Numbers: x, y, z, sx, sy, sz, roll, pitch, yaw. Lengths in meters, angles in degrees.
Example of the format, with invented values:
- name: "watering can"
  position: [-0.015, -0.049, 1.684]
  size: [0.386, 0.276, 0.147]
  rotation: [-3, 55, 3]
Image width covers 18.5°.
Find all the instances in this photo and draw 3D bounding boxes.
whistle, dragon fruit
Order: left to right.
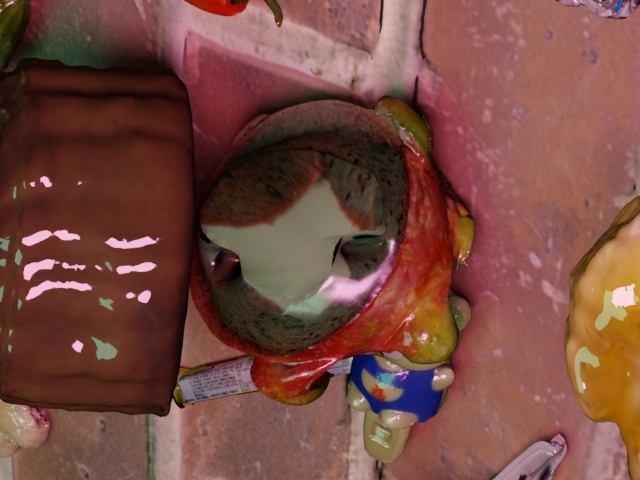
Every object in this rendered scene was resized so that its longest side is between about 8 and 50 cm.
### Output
- name: "dragon fruit"
  position: [0.000, 0.000, 1.674]
  size: [0.295, 0.130, 0.268]
  rotation: [35, 91, 36]
- name: "whistle"
  position: [0.070, 0.112, 1.758]
  size: [0.105, 0.085, 0.227]
  rotation: [28, 130, 19]

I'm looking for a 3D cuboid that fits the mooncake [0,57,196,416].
- name: "mooncake"
  position: [-0.218, -0.001, 1.772]
  size: [0.187, 0.324, 0.324]
  rotation: [4, 126, -10]

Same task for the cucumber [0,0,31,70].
- name: "cucumber"
  position: [-0.361, -0.201, 1.944]
  size: [0.244, 0.134, 0.134]
  rotation: [-27, 94, 36]

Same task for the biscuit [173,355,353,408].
- name: "biscuit"
  position: [-0.052, 0.127, 1.915]
  size: [0.292, 0.026, 0.048]
  rotation: [-13, 100, 44]

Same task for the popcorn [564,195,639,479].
- name: "popcorn"
  position: [0.350, 0.058, 1.394]
  size: [0.334, 0.294, 0.292]
  rotation: [5, 160, 42]

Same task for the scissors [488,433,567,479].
- name: "scissors"
  position: [0.166, 0.233, 1.783]
  size: [0.101, 0.027, 0.204]
  rotation: [43, 136, 10]

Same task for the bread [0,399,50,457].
- name: "bread"
  position: [-0.406, 0.135, 2.218]
  size: [0.182, 0.039, 0.251]
  rotation: [-15, 103, 44]

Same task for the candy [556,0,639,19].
- name: "candy"
  position: [0.237, -0.249, 1.441]
  size: [0.094, 0.051, 0.226]
  rotation: [49, 135, 13]

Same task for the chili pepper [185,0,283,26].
- name: "chili pepper"
  position: [-0.126, -0.258, 1.743]
  size: [0.272, 0.071, 0.063]
  rotation: [37, 172, 27]
